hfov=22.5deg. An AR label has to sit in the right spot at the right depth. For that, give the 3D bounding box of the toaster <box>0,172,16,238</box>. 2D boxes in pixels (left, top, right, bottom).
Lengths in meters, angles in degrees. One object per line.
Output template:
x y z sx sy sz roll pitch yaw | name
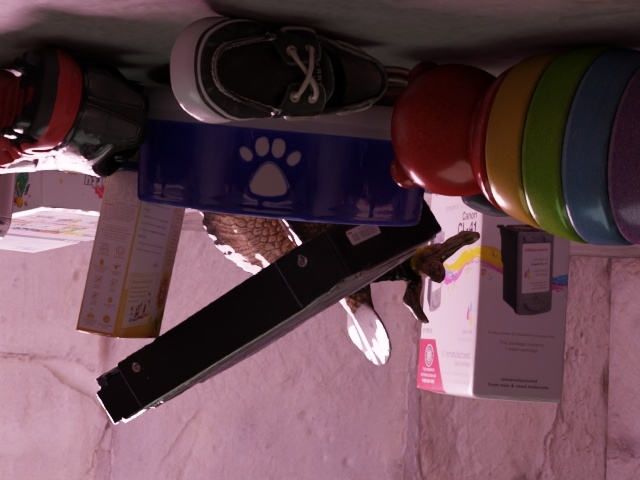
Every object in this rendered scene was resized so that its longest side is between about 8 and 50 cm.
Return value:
-0.390 -0.077 1.605 0.227 0.146 0.129 1 177 15 | toaster

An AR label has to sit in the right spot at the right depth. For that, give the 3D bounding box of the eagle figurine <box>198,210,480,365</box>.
0.000 -0.009 1.919 0.298 0.226 0.225 15 -146 -21 | eagle figurine

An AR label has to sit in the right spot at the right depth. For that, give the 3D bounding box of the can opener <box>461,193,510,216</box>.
0.276 -0.074 1.817 0.280 0.093 0.074 -2 177 -21 | can opener

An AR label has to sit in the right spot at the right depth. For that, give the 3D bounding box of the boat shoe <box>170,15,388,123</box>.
-0.025 -0.127 1.187 0.070 0.077 0.219 1 -175 32 | boat shoe

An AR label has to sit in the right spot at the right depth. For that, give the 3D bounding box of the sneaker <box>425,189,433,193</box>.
0.040 -0.100 1.637 0.235 0.090 0.095 -2 165 -4 | sneaker

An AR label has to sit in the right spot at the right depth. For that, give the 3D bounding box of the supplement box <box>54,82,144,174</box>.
-0.215 -0.107 1.506 0.083 0.083 0.056 -2 174 35 | supplement box

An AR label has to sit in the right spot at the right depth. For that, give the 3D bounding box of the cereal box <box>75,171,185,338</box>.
-0.178 -0.022 1.607 0.047 0.240 0.173 11 178 10 | cereal box

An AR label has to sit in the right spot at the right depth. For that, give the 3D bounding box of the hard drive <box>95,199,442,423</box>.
-0.054 0.071 1.694 0.339 0.064 0.237 -32 176 28 | hard drive

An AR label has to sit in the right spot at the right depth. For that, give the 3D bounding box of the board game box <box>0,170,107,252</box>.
-0.374 -0.056 2.117 0.303 0.097 0.224 -9 170 41 | board game box

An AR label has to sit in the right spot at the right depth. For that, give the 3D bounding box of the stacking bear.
0.188 -0.077 1.258 0.289 0.175 0.164 9 -177 35 | stacking bear

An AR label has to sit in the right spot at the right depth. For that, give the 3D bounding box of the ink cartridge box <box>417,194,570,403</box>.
0.227 0.053 2.105 0.131 0.306 0.226 4 176 -14 | ink cartridge box

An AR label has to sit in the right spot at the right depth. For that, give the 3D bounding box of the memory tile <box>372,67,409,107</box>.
0.059 -0.137 1.447 0.113 0.012 0.148 4 177 -32 | memory tile

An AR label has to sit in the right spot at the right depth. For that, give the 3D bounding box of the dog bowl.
-0.034 -0.077 1.468 0.265 0.104 0.265 5 -176 0 | dog bowl

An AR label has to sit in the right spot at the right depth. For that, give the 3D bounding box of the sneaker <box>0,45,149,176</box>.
-0.232 -0.102 1.416 0.135 0.097 0.276 12 172 -26 | sneaker
